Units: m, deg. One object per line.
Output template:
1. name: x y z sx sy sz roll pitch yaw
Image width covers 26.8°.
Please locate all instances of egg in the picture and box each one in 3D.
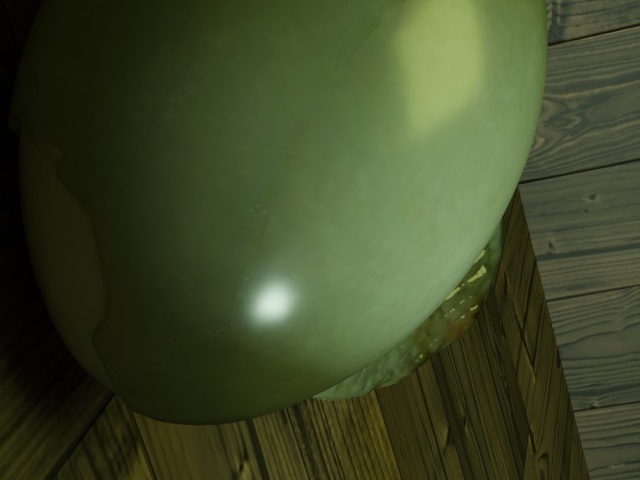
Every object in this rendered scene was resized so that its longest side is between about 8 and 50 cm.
1. egg: -0.033 -0.062 0.746 0.336 0.278 0.278 -57 148 -13

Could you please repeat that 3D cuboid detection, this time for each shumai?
1. shumai: 0.000 0.000 1.090 0.272 0.204 0.222 12 101 -49
